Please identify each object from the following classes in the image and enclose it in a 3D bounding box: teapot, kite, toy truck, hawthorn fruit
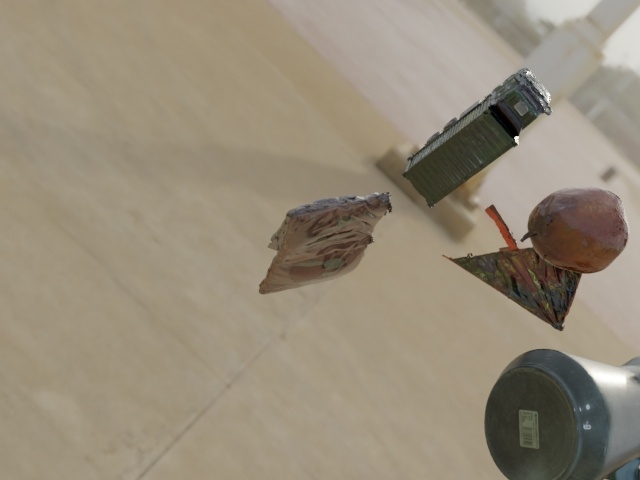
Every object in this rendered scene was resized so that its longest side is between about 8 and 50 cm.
[{"bbox_3d":[0.317,0.222,1.519,0.225,0.203,0.171,-1,6,-39],"label":"teapot"},{"bbox_3d":[0.247,0.037,1.611,0.009,0.232,0.189,-42,109,-37],"label":"kite"},{"bbox_3d":[0.264,-0.177,2.194,0.088,0.259,0.121,47,26,-11],"label":"toy truck"},{"bbox_3d":[0.225,-0.010,1.170,0.093,0.081,0.081,1,38,-35],"label":"hawthorn fruit"}]

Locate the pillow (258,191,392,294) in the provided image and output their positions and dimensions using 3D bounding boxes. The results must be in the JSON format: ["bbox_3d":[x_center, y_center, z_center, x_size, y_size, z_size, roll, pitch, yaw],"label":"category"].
[{"bbox_3d":[0.000,0.000,1.590,0.248,0.135,0.049,117,-39,-66],"label":"pillow"}]
